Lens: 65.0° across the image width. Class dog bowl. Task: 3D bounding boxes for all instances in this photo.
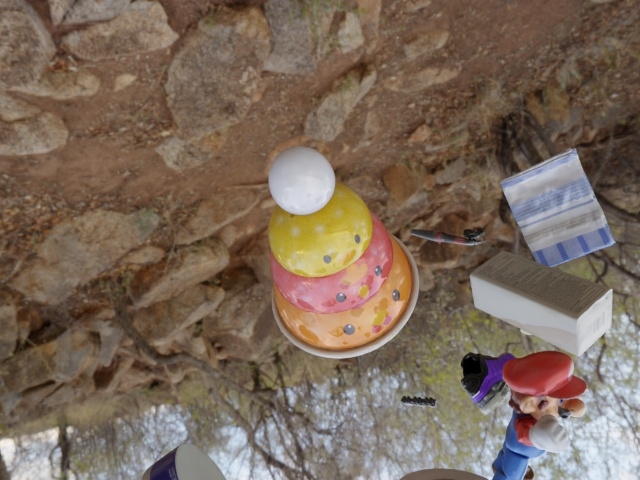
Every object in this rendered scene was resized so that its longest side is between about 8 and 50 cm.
[{"bbox_3d":[-0.320,0.652,1.257,0.104,0.265,0.265,-37,-177,-2],"label":"dog bowl"}]

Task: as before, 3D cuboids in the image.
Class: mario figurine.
[{"bbox_3d":[0.424,0.359,0.945,0.170,0.320,0.198,2,-159,-12],"label":"mario figurine"}]

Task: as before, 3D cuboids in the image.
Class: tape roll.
[{"bbox_3d":[0.439,0.887,1.693,0.392,0.072,0.392,-1,180,0],"label":"tape roll"}]

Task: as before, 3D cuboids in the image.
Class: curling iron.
[{"bbox_3d":[0.333,-0.012,1.348,0.068,0.035,0.274,-17,-170,-27],"label":"curling iron"}]

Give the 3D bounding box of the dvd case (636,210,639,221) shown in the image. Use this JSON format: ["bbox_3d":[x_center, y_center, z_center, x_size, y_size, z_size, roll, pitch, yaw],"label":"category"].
[{"bbox_3d":[0.940,0.010,1.307,0.180,0.022,0.253,24,-150,7],"label":"dvd case"}]

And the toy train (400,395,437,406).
[{"bbox_3d":[0.310,0.505,1.568,0.158,0.036,0.027,-25,-148,58],"label":"toy train"}]

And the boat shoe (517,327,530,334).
[{"bbox_3d":[0.706,0.287,1.694,0.133,0.049,0.042,-3,-172,-34],"label":"boat shoe"}]

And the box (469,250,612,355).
[{"bbox_3d":[0.555,0.148,1.288,0.148,0.121,0.311,-30,-149,-22],"label":"box"}]

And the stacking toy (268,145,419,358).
[{"bbox_3d":[0.000,0.000,1.017,0.350,0.350,0.480,-10,144,13],"label":"stacking toy"}]

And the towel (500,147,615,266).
[{"bbox_3d":[0.640,-0.081,1.364,0.209,0.285,0.034,-24,179,23],"label":"towel"}]

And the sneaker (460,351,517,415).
[{"bbox_3d":[0.501,0.383,1.506,0.293,0.146,0.102,-24,154,-55],"label":"sneaker"}]
